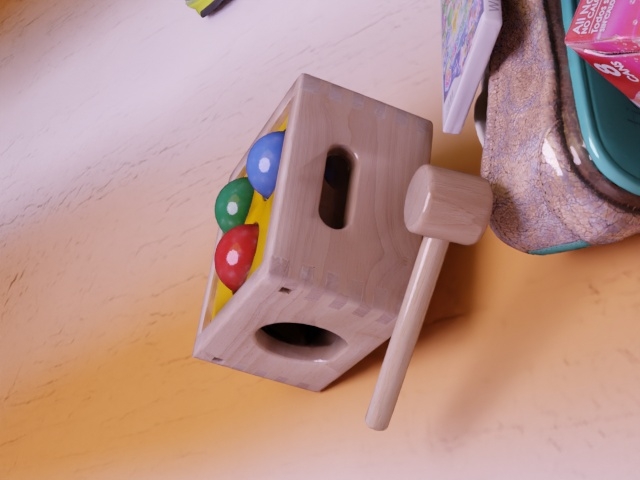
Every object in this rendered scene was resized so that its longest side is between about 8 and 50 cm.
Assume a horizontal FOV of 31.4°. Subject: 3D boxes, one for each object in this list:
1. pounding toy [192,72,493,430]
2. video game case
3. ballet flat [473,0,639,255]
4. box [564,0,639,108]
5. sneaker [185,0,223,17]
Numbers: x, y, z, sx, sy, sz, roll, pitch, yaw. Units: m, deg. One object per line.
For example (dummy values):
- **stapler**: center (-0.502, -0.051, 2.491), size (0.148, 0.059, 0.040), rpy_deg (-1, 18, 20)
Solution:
- **pounding toy**: center (0.001, 0.006, 0.598), size (0.206, 0.094, 0.181), rpy_deg (133, 151, -56)
- **video game case**: center (0.077, -0.129, 0.597), size (0.087, 0.011, 0.122), rpy_deg (104, 170, -57)
- **ballet flat**: center (0.121, -0.132, 0.606), size (0.106, 0.107, 0.316), rpy_deg (-41, 34, 53)
- **box**: center (0.223, -0.160, 0.465), size (0.122, 0.128, 0.257), rpy_deg (10, 73, 55)
- **sneaker**: center (-0.102, -0.357, 1.045), size (0.111, 0.121, 0.300), rpy_deg (-21, 49, 43)
